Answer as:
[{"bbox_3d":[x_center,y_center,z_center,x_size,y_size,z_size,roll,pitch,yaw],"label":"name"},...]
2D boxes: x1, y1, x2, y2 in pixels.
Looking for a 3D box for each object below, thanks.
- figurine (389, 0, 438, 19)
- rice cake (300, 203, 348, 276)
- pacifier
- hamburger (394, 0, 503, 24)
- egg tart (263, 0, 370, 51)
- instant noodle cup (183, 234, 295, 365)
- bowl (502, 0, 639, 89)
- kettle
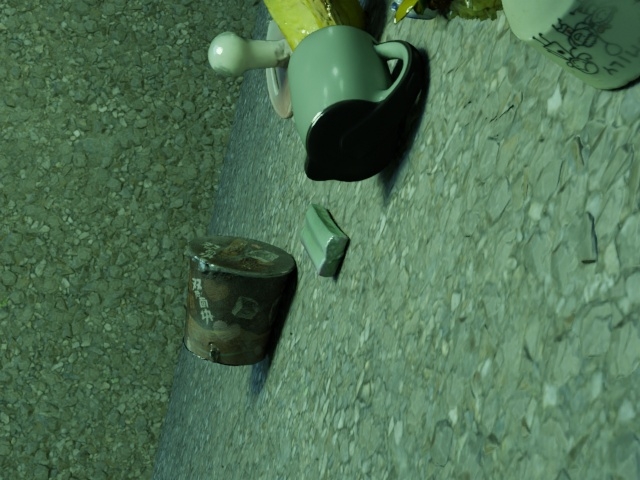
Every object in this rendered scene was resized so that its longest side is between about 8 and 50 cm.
[{"bbox_3d":[0.158,-0.436,1.248,0.194,0.133,0.275,-171,86,-79],"label":"figurine"},{"bbox_3d":[0.000,-0.001,1.586,0.222,0.042,0.080,-124,51,-71],"label":"rice cake"},{"bbox_3d":[-0.088,-0.400,2.009,0.220,0.273,0.332,-63,9,-23],"label":"pacifier"},{"bbox_3d":[0.179,-0.345,0.992,0.243,0.138,0.262,121,170,-61],"label":"hamburger"},{"bbox_3d":[-0.006,-0.426,1.720,0.120,0.315,0.315,-33,8,-11],"label":"egg tart"},{"bbox_3d":[-0.172,0.118,1.834,0.217,0.217,0.208,-113,33,-69],"label":"instant noodle cup"},{"bbox_3d":[0.222,-0.254,0.777,0.238,0.126,0.238,-166,90,-78],"label":"bowl"},{"bbox_3d":[0.056,-0.215,1.383,0.221,0.161,0.236,-35,31,20],"label":"kettle"}]
